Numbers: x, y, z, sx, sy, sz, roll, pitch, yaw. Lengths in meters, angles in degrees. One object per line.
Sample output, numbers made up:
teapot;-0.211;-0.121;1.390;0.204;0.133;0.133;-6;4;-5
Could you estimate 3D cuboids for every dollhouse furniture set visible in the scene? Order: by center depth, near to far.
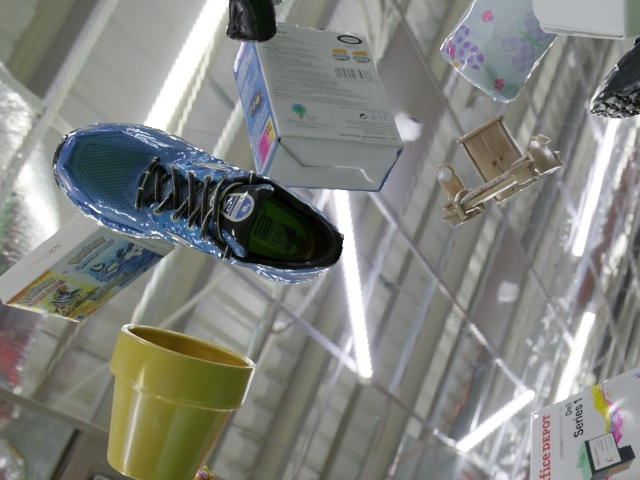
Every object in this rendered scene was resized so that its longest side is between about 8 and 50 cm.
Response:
dollhouse furniture set;0.323;-0.151;1.873;0.173;0.303;0.356;61;-153;6

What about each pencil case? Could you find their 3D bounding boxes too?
pencil case;0.263;-0.299;1.055;0.124;0.113;0.273;18;-61;-38

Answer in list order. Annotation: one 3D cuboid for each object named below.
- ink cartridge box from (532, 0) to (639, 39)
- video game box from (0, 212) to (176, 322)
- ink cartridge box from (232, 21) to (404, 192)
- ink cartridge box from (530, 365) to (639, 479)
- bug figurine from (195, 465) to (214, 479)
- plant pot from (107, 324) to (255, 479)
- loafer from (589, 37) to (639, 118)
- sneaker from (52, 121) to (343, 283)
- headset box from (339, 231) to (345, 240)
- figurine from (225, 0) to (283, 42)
ink cartridge box;0.348;-0.315;0.774;0.308;0.129;0.223;-15;-68;-17
video game box;-0.340;0.034;1.302;0.205;0.048;0.187;-37;-25;8
ink cartridge box;-0.017;-0.297;1.802;0.270;0.395;0.151;2;-36;-23
ink cartridge box;0.426;0.282;1.184;0.117;0.278;0.201;48;-150;-17
bug figurine;-0.206;0.518;1.741;0.072;0.279;0.216;-30;-14;-29
plant pot;-0.270;0.301;1.595;0.254;0.254;0.238;17;-91;-60
loafer;0.437;-0.231;1.174;0.223;0.076;0.078;133;147;-64
sneaker;-0.118;-0.046;0.946;0.330;0.147;0.129;19;-99;-17
headset box;0.000;0.000;1.800;0.062;0.083;0.032;-62;6;20
figurine;-0.116;-0.502;1.596;0.214;0.093;0.209;-81;-6;-47
